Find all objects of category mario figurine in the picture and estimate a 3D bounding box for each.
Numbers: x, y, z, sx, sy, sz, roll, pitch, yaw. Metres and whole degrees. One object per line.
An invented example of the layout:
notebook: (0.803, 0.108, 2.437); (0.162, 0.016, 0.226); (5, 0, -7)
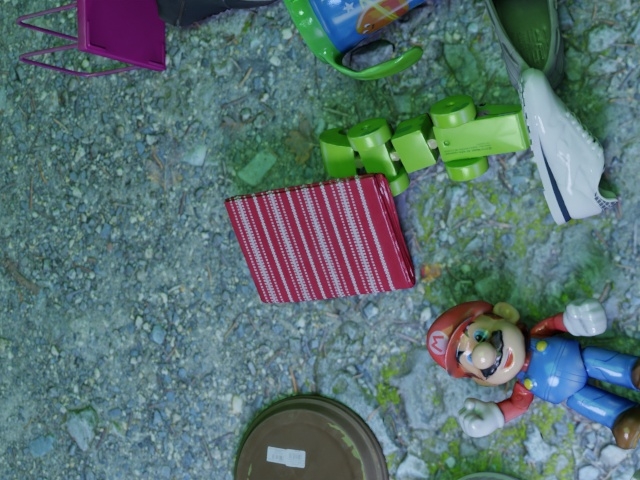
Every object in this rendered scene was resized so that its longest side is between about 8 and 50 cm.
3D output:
mario figurine: (0.293, 0.179, 1.619); (0.321, 0.170, 0.198); (17, 60, 20)

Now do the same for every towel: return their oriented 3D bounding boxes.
towel: (0.000, 0.000, 1.824); (0.275, 0.031, 0.199); (-8, 114, 28)

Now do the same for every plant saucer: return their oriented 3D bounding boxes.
plant saucer: (-0.024, 0.382, 1.853); (0.278, 0.041, 0.277); (-2, 86, 29)

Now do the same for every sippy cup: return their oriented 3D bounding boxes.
sippy cup: (0.063, -0.413, 1.762); (0.224, 0.240, 0.305); (-22, 116, 14)

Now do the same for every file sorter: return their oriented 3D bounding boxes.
file sorter: (-0.399, -0.437, 2.008); (0.182, 0.202, 0.290); (-4, 85, 31)

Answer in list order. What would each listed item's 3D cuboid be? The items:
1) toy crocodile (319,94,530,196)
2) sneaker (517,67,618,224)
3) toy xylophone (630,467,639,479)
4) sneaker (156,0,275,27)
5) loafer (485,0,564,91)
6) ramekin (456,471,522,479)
toy crocodile: (0.153, -0.148, 1.760); (0.341, 0.105, 0.115); (-11, 119, 25)
sneaker: (0.337, -0.137, 1.632); (0.095, 0.090, 0.235); (-16, 116, 16)
toy xylophone: (0.556, 0.222, 1.533); (0.236, 0.081, 0.322); (21, 97, 27)
sneaker: (-0.168, -0.410, 1.961); (0.222, 0.118, 0.083); (5, 68, 0)
loafer: (0.284, -0.366, 1.684); (0.112, 0.111, 0.319); (-15, 81, 7)
ramekin: (0.230, 0.438, 1.676); (0.207, 0.109, 0.207); (-2, 86, 28)
